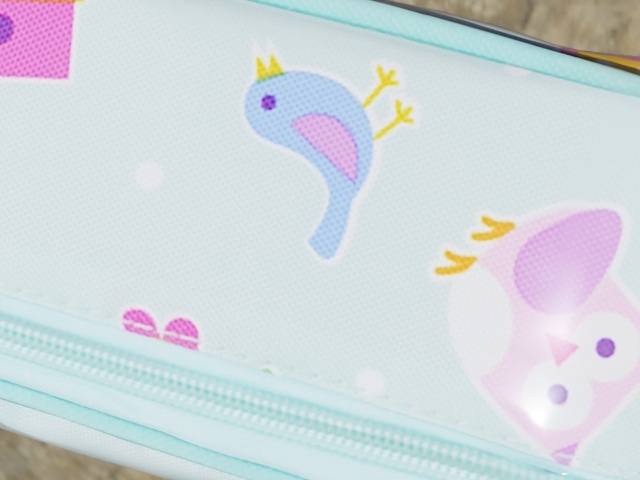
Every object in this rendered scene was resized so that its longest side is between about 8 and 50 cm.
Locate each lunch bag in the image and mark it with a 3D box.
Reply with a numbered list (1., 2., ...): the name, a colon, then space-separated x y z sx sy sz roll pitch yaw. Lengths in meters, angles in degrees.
1. lunch bag: 0.000 0.000 0.457 0.224 0.279 0.108 13 90 11
